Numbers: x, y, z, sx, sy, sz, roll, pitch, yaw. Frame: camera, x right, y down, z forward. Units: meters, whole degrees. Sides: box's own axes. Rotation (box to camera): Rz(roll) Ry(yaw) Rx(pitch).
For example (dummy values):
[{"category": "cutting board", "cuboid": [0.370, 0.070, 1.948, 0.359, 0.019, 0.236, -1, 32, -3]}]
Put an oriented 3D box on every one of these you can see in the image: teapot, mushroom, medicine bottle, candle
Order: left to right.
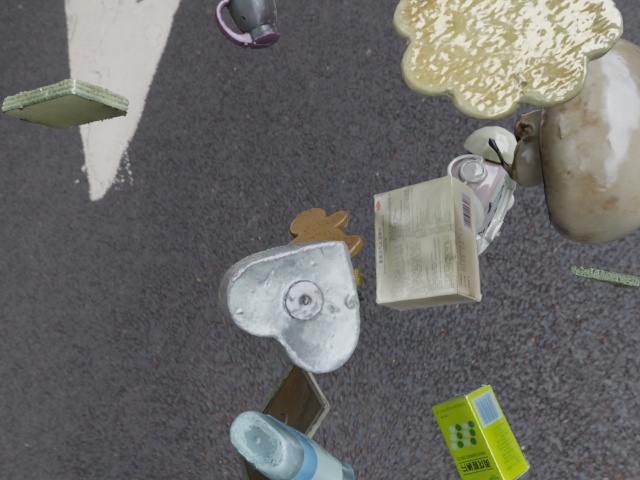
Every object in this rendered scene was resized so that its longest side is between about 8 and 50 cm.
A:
[{"category": "teapot", "cuboid": [-0.162, -0.529, 1.362, 0.148, 0.116, 0.145, -22, 91, -52]}, {"category": "candle", "cuboid": [-0.024, 0.070, 0.738, 0.192, 0.068, 0.168, 35, 80, -17]}, {"category": "medicine bottle", "cuboid": [-0.021, 0.256, 0.663, 0.090, 0.208, 0.053, 25, 75, 40]}, {"category": "medicine bottle", "cuboid": [0.431, 0.533, 1.551, 0.141, 0.137, 0.250, -4, 66, -46]}, {"category": "mushroom", "cuboid": [0.463, -0.174, 1.032, 0.295, 0.362, 0.362, 1, 60, 29]}]

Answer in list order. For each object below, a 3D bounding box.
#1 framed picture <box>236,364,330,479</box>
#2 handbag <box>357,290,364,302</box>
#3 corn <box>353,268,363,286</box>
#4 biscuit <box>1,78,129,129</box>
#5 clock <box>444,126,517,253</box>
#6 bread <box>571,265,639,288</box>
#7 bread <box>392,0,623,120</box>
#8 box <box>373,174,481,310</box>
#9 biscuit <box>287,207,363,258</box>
[{"category": "framed picture", "cuboid": [-0.098, 0.452, 1.359, 0.024, 0.232, 0.314, 27, 100, -26]}, {"category": "handbag", "cuboid": [-0.049, 0.121, 1.218, 0.175, 0.271, 0.088, -47, 37, 24]}, {"category": "corn", "cuboid": [0.041, 0.086, 1.114, 0.092, 0.037, 0.037, -24, 63, 9]}, {"category": "biscuit", "cuboid": [-0.448, -0.237, 1.007, 0.200, 0.121, 0.040, -3, 85, 30]}, {"category": "clock", "cuboid": [0.405, -0.106, 1.534, 0.184, 0.325, 0.341, 22, 71, 19]}, {"category": "bread", "cuboid": [0.752, 0.100, 1.458, 0.112, 0.193, 0.036, 12, 90, -36]}, {"category": "bread", "cuboid": [0.215, -0.231, 0.665, 0.251, 0.039, 0.181, -14, 86, 6]}, {"category": "box", "cuboid": [0.187, 0.010, 1.032, 0.168, 0.095, 0.211, -11, 70, 35]}, {"category": "biscuit", "cuboid": [0.000, 0.000, 1.641, 0.216, 0.047, 0.339, -35, 31, -5]}]
